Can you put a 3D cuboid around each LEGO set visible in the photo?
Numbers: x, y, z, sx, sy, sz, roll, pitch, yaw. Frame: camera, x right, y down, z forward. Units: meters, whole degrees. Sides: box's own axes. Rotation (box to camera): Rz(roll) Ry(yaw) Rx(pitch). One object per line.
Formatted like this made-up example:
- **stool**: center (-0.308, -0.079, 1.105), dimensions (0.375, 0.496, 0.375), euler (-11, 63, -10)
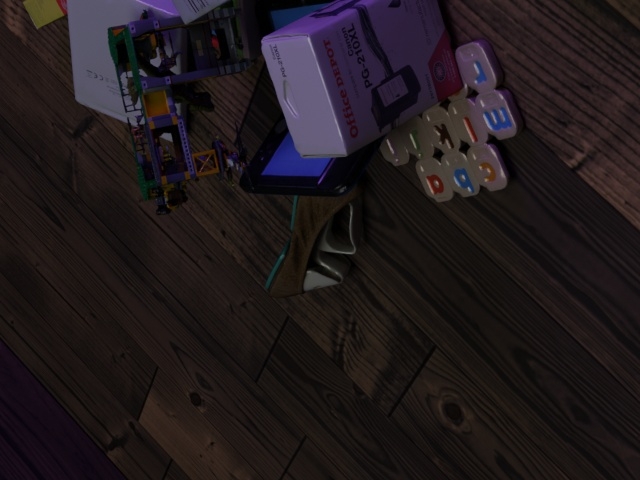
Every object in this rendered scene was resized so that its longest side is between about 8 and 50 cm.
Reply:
- **LEGO set**: center (-0.191, -0.215, 2.212), dimensions (0.255, 0.192, 0.331), euler (151, 106, -73)

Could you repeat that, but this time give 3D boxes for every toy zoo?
- **toy zoo**: center (-0.214, -0.413, 2.298), dimensions (0.293, 0.030, 0.192), euler (25, 136, 36)

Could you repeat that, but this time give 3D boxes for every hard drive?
- **hard drive**: center (-0.319, -0.310, 2.412), dimensions (0.210, 0.040, 0.319), euler (23, 146, 10)

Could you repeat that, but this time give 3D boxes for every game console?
- **game console**: center (-0.031, -0.212, 2.108), dimensions (0.173, 0.250, 0.293), euler (41, 161, -27)

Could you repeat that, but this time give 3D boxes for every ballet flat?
- **ballet flat**: center (0.000, 0.000, 2.342), dimensions (0.124, 0.116, 0.342), euler (26, 136, 6)

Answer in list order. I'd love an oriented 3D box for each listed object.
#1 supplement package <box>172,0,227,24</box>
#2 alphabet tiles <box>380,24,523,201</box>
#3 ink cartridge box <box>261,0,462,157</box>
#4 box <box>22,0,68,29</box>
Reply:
- **supplement package**: center (-0.106, -0.429, 2.011), dimensions (0.203, 0.194, 0.149), euler (-17, 105, 53)
- **alphabet tiles**: center (0.162, -0.191, 2.044), dimensions (0.284, 0.021, 0.278), euler (-11, 107, 53)
- **ink cartridge box**: center (0.058, -0.232, 1.912), dimensions (0.100, 0.237, 0.172), euler (4, 119, 49)
- **box**: center (-0.416, -0.426, 2.480), dimensions (0.232, 0.087, 0.058), euler (-9, 111, 52)
